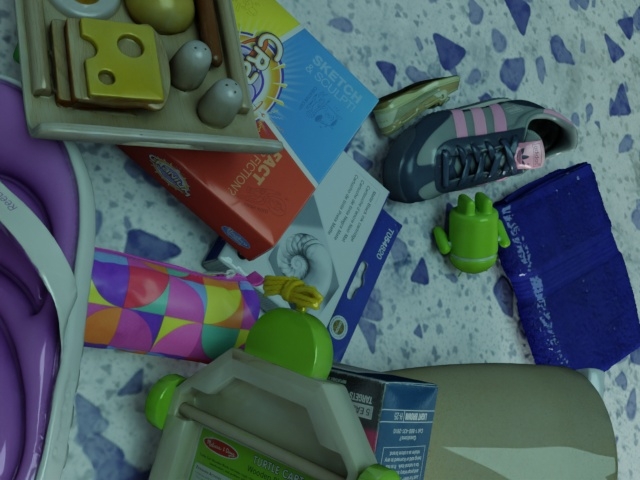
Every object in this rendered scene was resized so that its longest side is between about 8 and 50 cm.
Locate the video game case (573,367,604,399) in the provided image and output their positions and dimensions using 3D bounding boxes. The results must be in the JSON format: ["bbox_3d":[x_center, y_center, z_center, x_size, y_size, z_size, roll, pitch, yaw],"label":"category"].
[{"bbox_3d":[0.280,0.274,1.013,0.026,0.227,0.206,13,73,-12],"label":"video game case"}]

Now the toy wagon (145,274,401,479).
[{"bbox_3d":[-0.053,0.203,0.717,0.068,0.267,0.344,20,86,-54],"label":"toy wagon"}]

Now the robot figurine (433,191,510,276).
[{"bbox_3d":[0.209,-0.006,1.091,0.101,0.067,0.115,-8,111,-11],"label":"robot figurine"}]

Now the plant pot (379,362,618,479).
[{"bbox_3d":[0.146,0.245,0.924,0.274,0.256,0.256,15,73,-16],"label":"plant pot"}]

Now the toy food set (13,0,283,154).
[{"bbox_3d":[-0.160,-0.221,0.736,0.220,0.092,0.306,0,67,-30],"label":"toy food set"}]

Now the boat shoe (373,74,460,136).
[{"bbox_3d":[0.134,-0.187,1.088,0.153,0.056,0.048,-28,109,-35],"label":"boat shoe"}]

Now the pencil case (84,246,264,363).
[{"bbox_3d":[-0.173,0.060,0.784,0.236,0.104,0.104,12,75,-35],"label":"pencil case"}]

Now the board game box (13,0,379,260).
[{"bbox_3d":[-0.117,-0.171,0.856,0.316,0.064,0.242,41,60,-13],"label":"board game box"}]

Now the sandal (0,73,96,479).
[{"bbox_3d":[-0.267,0.030,0.635,0.169,0.102,0.416,-12,70,-1],"label":"sandal"}]

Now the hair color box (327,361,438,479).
[{"bbox_3d":[-0.010,0.293,0.775,0.105,0.174,0.347,16,82,-52],"label":"hair color box"}]

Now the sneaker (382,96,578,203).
[{"bbox_3d":[0.224,-0.124,1.080,0.319,0.131,0.112,-27,124,-35],"label":"sneaker"}]

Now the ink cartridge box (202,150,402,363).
[{"bbox_3d":[0.000,0.000,0.958,0.224,0.045,0.223,39,61,-26],"label":"ink cartridge box"}]

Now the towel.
[{"bbox_3d":[0.368,0.056,1.214,0.228,0.076,0.308,-24,97,-30],"label":"towel"}]
